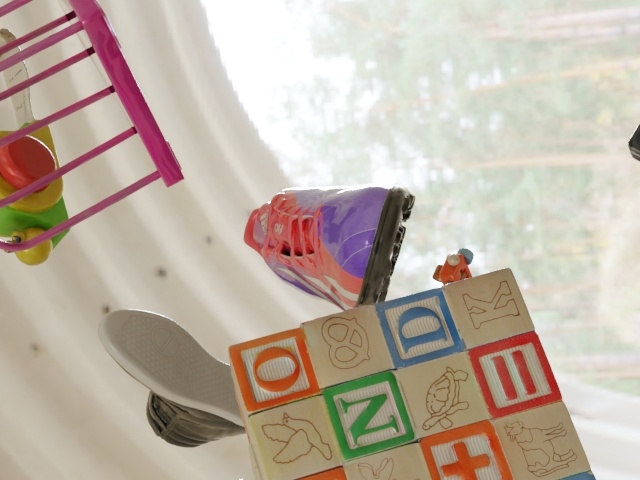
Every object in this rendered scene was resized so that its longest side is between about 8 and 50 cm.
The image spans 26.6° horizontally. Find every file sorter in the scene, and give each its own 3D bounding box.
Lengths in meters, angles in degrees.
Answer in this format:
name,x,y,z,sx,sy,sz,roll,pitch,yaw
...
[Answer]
name,x,y,z,sx,sy,sz,roll,pitch,yaw
file sorter,-0.283,-0.163,1.206,0.291,0.182,0.202,56,171,41

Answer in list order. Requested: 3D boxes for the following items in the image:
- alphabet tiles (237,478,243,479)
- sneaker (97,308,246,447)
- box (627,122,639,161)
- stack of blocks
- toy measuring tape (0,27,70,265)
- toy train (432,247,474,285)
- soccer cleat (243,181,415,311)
name,x,y,z,sx,sy,sz,roll,pitch,yaw
alphabet tiles,-0.074,0.362,1.200,0.198,0.009,0.237,-84,-8,-74
sneaker,-0.200,0.190,1.739,0.295,0.146,0.105,34,-135,-37
box,0.462,-0.138,0.955,0.293,0.212,0.396,29,-84,-41
stack of blocks,0.071,0.181,0.735,0.087,0.171,0.297,90,163,-63
toy measuring tape,-0.366,-0.114,1.524,0.121,0.121,0.330,49,-162,-61
toy train,0.127,0.096,1.432,0.125,0.046,0.166,58,-134,-46
soccer cleat,0.000,0.000,1.126,0.318,0.116,0.109,155,134,-83
